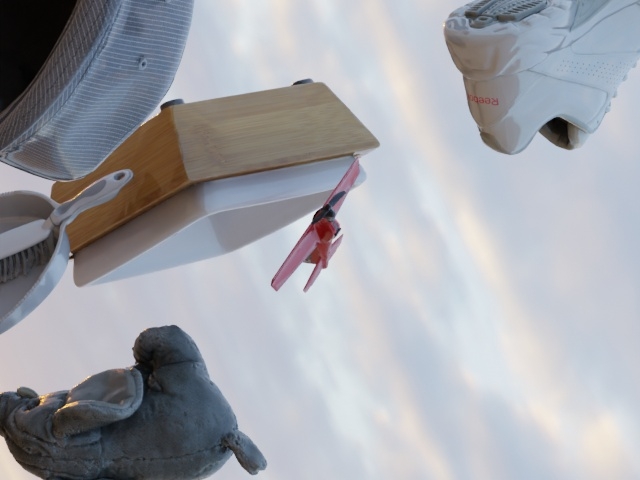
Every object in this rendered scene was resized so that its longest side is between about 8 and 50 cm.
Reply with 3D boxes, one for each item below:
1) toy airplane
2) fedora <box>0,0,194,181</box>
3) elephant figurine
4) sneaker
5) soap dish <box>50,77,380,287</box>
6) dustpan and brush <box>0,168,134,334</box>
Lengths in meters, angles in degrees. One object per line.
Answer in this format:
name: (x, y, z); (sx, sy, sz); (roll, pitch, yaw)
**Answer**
toy airplane: (0.000, 0.000, 1.812); (0.028, 0.151, 0.151); (32, -20, 7)
fedora: (-0.177, -0.138, 1.336); (0.244, 0.275, 0.124); (0, -24, 45)
elephant figurine: (-0.213, 0.187, 1.875); (0.186, 0.239, 0.169); (-31, -103, 54)
sneaker: (0.170, -0.123, 1.323); (0.090, 0.232, 0.115); (19, -55, 45)
soap dish: (-0.117, -0.056, 1.948); (0.291, 0.229, 0.118); (-26, -100, 52)
dustpan and brush: (-0.261, -0.006, 1.858); (0.060, 0.211, 0.147); (61, 6, -53)
